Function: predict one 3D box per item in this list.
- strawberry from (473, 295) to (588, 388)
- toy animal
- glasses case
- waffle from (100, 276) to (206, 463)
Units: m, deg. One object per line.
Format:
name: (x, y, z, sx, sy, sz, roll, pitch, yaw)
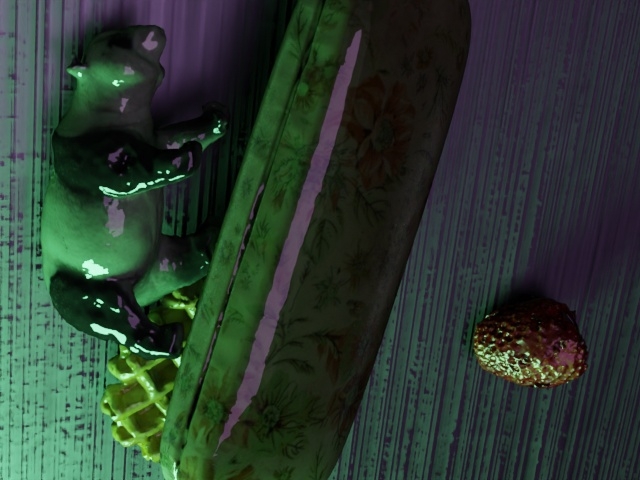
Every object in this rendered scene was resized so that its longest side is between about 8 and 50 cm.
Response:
strawberry: (0.181, 0.088, 1.080, 0.096, 0.083, 0.083, -10, 120, 12)
toy animal: (-0.132, -0.037, 0.867, 0.121, 0.094, 0.225, 13, 115, 11)
glasses case: (0.000, 0.000, 0.892, 0.156, 0.098, 0.425, 10, 99, -50)
waffle: (-0.083, 0.092, 0.978, 0.160, 0.046, 0.192, 14, 110, -38)
